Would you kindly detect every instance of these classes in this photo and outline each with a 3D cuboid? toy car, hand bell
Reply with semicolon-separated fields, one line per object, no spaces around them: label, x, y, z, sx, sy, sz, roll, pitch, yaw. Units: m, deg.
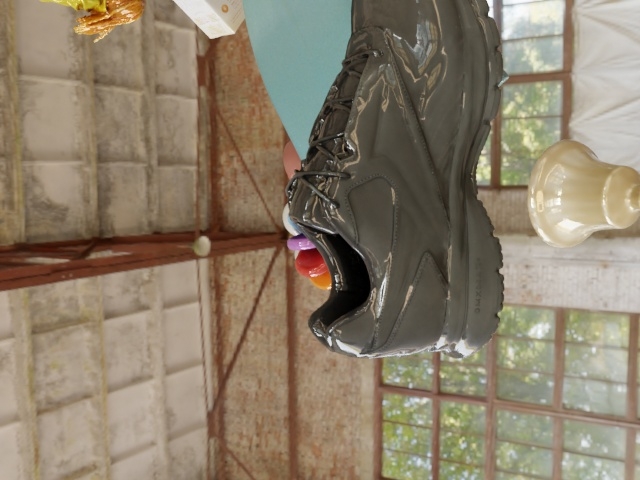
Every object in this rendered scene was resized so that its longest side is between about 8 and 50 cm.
toy car;0.000;0.000;1.204;0.136;0.159;0.182;-36;-65;-49
hand bell;0.344;-0.043;0.693;0.126;0.242;0.126;-3;-83;-30

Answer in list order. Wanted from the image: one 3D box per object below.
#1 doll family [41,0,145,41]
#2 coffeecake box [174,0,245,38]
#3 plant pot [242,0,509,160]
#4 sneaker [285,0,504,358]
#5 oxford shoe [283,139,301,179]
doll family;-0.234;-0.299;0.727;0.118;0.163;0.263;95;-170;-49
coffeecake box;-0.154;-0.383;0.891;0.185;0.068;0.142;43;-111;-36
plant pot;0.034;-0.203;0.707;0.165;0.165;0.234;-22;-103;-46
sneaker;0.040;-0.058;0.437;0.130;0.109;0.287;-6;-88;-20
oxford shoe;0.028;-0.180;1.076;0.123;0.130;0.348;48;-156;-31
